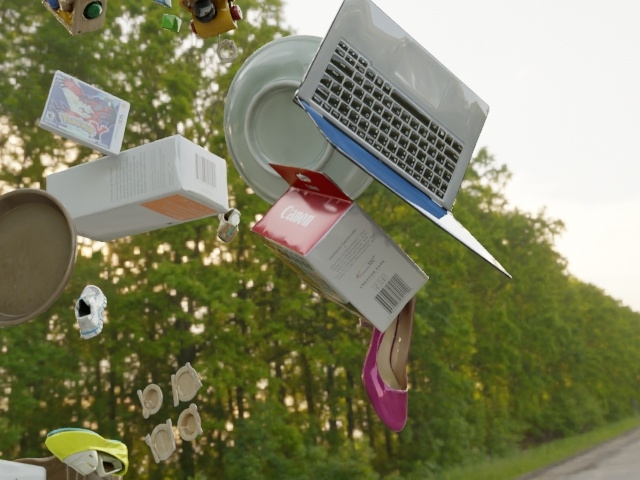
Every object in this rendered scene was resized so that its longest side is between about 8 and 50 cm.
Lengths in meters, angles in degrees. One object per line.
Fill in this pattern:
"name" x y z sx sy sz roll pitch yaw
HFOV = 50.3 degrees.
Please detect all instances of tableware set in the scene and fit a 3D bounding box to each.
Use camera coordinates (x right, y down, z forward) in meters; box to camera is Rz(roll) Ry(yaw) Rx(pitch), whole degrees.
"tableware set" -0.271 0.313 1.242 0.169 0.141 0.020 -34 -29 26

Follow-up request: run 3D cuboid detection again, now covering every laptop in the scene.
"laptop" 0.176 -0.197 1.147 0.382 0.407 0.236 34 -21 -26

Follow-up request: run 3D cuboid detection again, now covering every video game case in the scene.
"video game case" -0.599 -0.323 1.749 0.201 0.183 0.023 22 -38 -30

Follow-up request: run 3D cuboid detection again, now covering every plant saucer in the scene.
"plant saucer" -0.053 -0.246 1.502 0.401 0.400 0.100 -15 8 24
"plant saucer" -0.588 0.033 1.333 0.278 0.277 0.041 -11 -18 14

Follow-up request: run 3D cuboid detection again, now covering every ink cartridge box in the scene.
"ink cartridge box" 0.000 0.000 1.239 0.272 0.130 0.309 45 -9 -22

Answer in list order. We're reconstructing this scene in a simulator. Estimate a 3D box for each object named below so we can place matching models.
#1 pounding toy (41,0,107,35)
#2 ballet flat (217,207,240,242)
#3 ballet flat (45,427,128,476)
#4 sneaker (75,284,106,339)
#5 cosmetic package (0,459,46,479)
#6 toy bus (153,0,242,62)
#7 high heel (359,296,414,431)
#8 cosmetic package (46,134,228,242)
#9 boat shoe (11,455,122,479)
"pounding toy" -0.481 -0.477 1.327 0.100 0.141 0.130 -33 -16 -39
"ballet flat" -0.268 -0.057 2.049 0.073 0.206 0.067 38 -75 -22
"ballet flat" -0.450 0.427 1.350 0.077 0.077 0.231 -27 -29 5
"sneaker" -0.619 0.170 1.821 0.071 0.190 0.083 -18 -52 -6
"cosmetic package" -0.732 0.555 1.137 0.394 0.329 0.327 -22 -35 24
"toy bus" -0.218 -0.463 1.260 0.202 0.191 0.104 32 7 13
"high heel" 0.198 0.292 1.773 0.127 0.377 0.181 12 -36 -39
"cosmetic package" -0.507 -0.131 1.886 0.453 0.161 0.230 -12 -17 24
"boat shoe" -0.612 0.585 1.668 0.342 0.123 0.123 -10 -25 20
